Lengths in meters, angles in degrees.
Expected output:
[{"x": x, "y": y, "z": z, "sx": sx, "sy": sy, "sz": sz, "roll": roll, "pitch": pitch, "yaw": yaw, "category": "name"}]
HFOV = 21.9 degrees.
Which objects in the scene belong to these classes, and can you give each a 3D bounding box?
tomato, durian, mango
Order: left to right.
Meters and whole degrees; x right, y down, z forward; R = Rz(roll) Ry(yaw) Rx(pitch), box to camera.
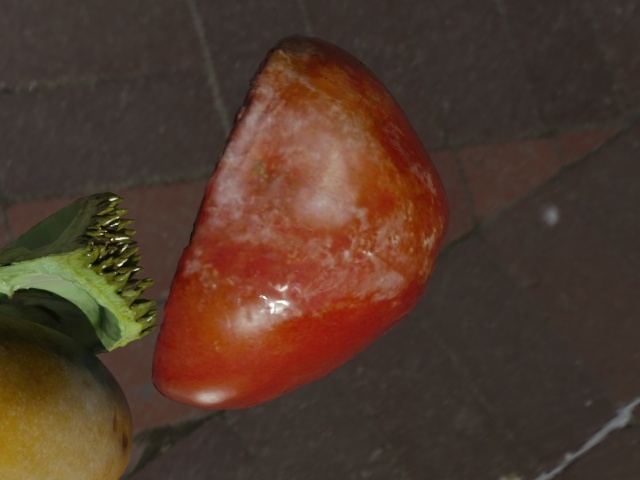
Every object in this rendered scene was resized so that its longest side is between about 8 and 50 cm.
[{"x": -0.319, "y": 0.170, "z": 1.602, "sx": 0.199, "sy": 0.384, "sz": 0.221, "roll": -39, "pitch": 69, "yaw": 5, "category": "mango"}, {"x": -0.301, "y": 0.068, "z": 1.714, "sx": 0.198, "sy": 0.394, "sz": 0.163, "roll": -29, "pitch": 98, "yaw": -46, "category": "durian"}, {"x": 0.000, "y": 0.000, "z": 0.974, "sx": 0.140, "sy": 0.200, "sz": 0.233, "roll": 17, "pitch": 76, "yaw": 7, "category": "tomato"}]
